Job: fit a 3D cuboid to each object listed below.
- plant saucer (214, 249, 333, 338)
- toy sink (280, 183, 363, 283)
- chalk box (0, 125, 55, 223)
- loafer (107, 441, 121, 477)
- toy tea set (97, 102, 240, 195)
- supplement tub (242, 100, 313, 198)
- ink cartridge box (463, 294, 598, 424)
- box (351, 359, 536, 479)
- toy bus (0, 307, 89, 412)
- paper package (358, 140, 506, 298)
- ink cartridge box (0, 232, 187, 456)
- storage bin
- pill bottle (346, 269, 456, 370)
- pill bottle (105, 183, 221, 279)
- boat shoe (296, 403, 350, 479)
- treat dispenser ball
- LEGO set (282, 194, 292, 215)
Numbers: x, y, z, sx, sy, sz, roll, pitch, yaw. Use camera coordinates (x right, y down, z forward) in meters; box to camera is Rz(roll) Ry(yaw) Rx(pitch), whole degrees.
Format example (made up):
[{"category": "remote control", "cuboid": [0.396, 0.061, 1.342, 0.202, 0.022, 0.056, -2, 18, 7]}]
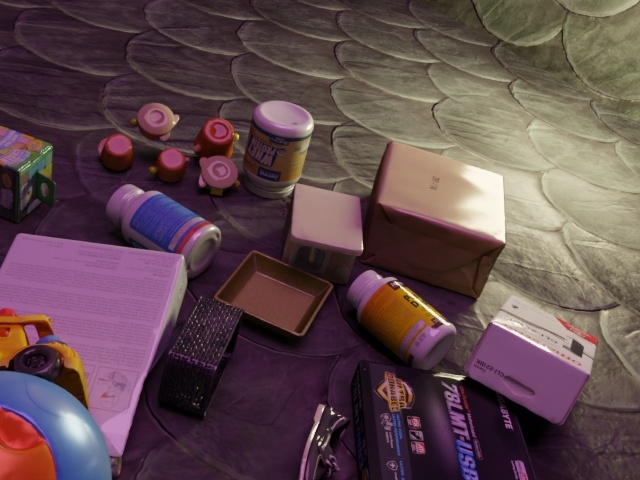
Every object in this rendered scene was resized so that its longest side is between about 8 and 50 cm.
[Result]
[{"category": "plant saucer", "cuboid": [-0.092, 0.116, 1.595, 0.189, 0.045, 0.188, 22, 35, 9]}, {"category": "toy sink", "cuboid": [0.000, 0.000, 1.719, 0.153, 0.131, 0.234, 12, 30, -7]}, {"category": "chalk box", "cuboid": [-0.633, -0.136, 1.643, 0.213, 0.132, 0.132, 21, 35, 3]}, {"category": "loafer", "cuboid": [-0.327, 0.311, 1.244, 0.045, 0.039, 0.125, -20, 37, 2]}, {"category": "toy tea set", "cuboid": [-0.352, -0.209, 1.910, 0.336, 0.124, 0.199, 12, 65, -12]}, {"category": "supplement tub", "cuboid": [-0.105, -0.214, 1.908, 0.145, 0.199, 0.144, 11, 35, -8]}, {"category": "ink cartridge box", "cuboid": [0.407, 0.218, 1.530, 0.197, 0.114, 0.273, 28, 17, 16]}, {"category": "box", "cuboid": [0.207, 0.350, 1.378, 0.294, 0.073, 0.295, 9, 36, -9]}, {"category": "toy bus", "cuboid": [-0.457, 0.179, 1.203, 0.221, 0.149, 0.211, -3, 38, -8]}, {"category": "paper package", "cuboid": [0.266, -0.059, 1.878, 0.310, 0.168, 0.324, 17, 34, 1]}, {"category": "ink cartridge box", "cuboid": [-0.417, 0.174, 1.341, 0.308, 0.091, 0.384, 8, 52, 2]}, {"category": "storage bin", "cuboid": [-0.202, 0.195, 1.373, 0.085, 0.122, 0.180, 18, 35, 1]}, {"category": "pill bottle", "cuboid": [0.154, 0.153, 1.582, 0.117, 0.117, 0.215, -21, 50, -41]}, {"category": "pill bottle", "cuboid": [-0.322, -0.025, 1.625, 0.222, 0.124, 0.124, 31, 37, 18]}, {"category": "boat shoe", "cuboid": [0.005, 0.345, 1.297, 0.065, 0.075, 0.206, 16, 30, 4]}, {"category": "treat dispenser ball", "cuboid": [-0.407, 0.307, 0.994, 0.288, 0.288, 0.288, 11, 35, -8]}, {"category": "LEGO set", "cuboid": [-0.068, -0.079, 1.899, 0.054, 0.023, 0.083, 26, 49, 16]}]
